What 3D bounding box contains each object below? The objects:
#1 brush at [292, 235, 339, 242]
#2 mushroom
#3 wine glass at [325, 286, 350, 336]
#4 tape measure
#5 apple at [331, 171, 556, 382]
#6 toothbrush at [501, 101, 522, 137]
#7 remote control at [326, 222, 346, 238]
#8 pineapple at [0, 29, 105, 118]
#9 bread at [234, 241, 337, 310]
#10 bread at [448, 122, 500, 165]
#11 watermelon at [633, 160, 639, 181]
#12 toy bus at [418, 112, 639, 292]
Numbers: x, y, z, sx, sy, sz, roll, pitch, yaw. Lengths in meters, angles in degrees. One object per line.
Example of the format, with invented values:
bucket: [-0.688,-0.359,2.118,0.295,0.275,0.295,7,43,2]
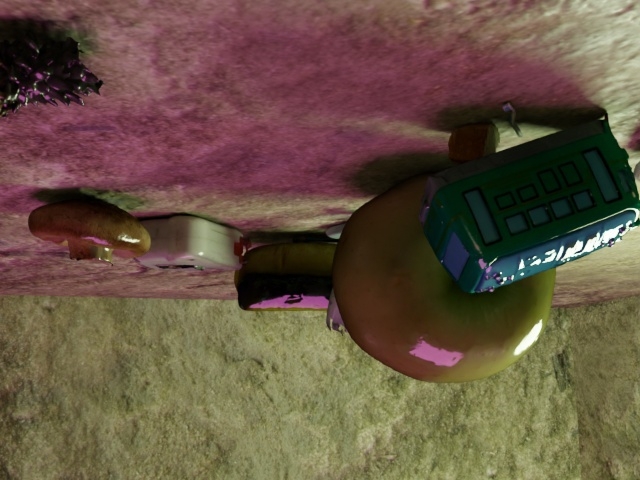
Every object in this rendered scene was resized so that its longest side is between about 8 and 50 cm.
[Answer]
brush: [0.000,0.000,2.343,0.164,0.014,0.051,1,170,-15]
mushroom: [-0.532,-0.021,1.876,0.278,0.146,0.278,9,174,1]
wine glass: [0.102,0.096,2.077,0.143,0.321,0.143,10,-148,-6]
tape measure: [-0.351,0.018,2.130,0.265,0.130,0.258,-5,170,21]
apple: [0.244,0.077,1.687,0.474,0.473,0.473,0,169,0]
toothbrush: [0.321,-0.198,1.342,0.017,0.014,0.162,-20,163,19]
remote control: [0.088,-0.031,2.147,0.061,0.029,0.162,7,167,-39]
pineapple: [-0.407,-0.196,1.006,0.279,0.157,0.158,-10,172,-18]
bread: [-0.059,0.108,2.296,0.377,0.208,0.251,-5,171,1]
bread: [0.262,-0.160,1.389,0.070,0.076,0.083,7,174,26]
watermelon: [0.690,-0.101,1.485,0.256,0.176,0.260,8,-169,-2]
toy bus: [0.348,-0.051,1.331,0.344,0.199,0.183,-20,157,-7]
